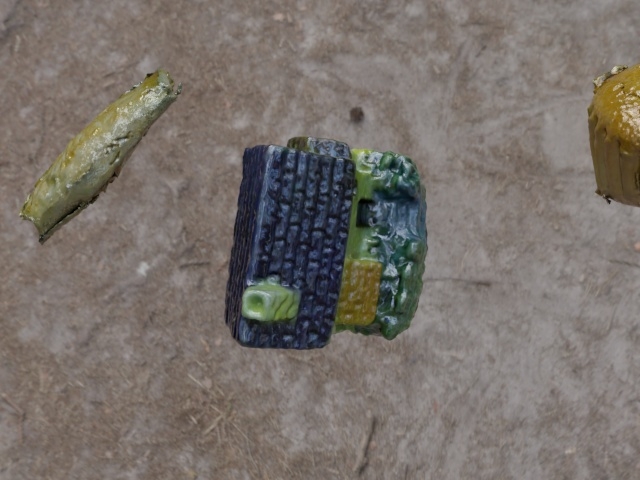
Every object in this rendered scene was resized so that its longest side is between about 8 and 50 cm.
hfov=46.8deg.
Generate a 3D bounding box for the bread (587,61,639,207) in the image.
[{"bbox_3d":[0.390,-0.097,0.745,0.239,0.139,0.240,0,29,0],"label":"bread"}]

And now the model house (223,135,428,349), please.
[{"bbox_3d":[0.000,0.000,0.705,0.170,0.211,0.194,11,95,21],"label":"model house"}]

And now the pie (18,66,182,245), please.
[{"bbox_3d":[-0.281,-0.117,0.951,0.282,0.068,0.129,-41,31,12],"label":"pie"}]
